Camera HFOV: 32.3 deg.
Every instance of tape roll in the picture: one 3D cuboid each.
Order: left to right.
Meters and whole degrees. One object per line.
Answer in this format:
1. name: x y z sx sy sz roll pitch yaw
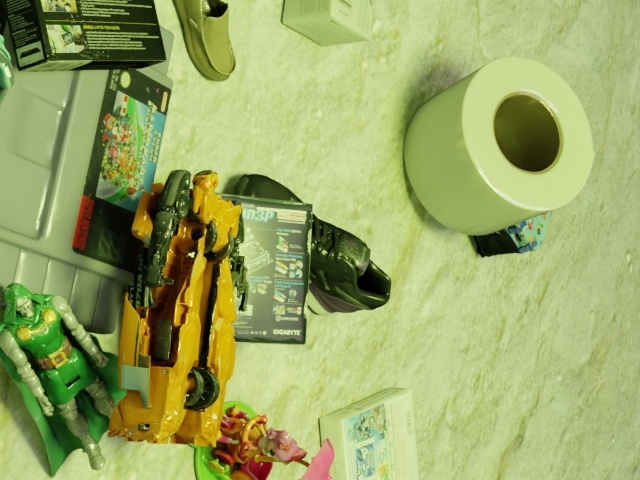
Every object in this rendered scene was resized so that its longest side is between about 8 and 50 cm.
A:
1. tape roll: 0.274 -0.143 1.717 0.246 0.169 0.246 7 74 -27

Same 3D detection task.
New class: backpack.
1. backpack: 0.309 -0.078 1.884 0.173 0.117 0.158 57 46 -32

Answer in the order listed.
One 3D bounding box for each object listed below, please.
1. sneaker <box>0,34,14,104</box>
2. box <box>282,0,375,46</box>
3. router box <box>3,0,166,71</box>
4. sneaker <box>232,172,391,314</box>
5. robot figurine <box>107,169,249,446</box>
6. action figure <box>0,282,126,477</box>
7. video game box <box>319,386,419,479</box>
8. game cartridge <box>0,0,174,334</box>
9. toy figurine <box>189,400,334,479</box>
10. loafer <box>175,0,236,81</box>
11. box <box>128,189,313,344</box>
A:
1. sneaker: -0.325 -0.178 1.015 0.110 0.122 0.283 9 82 -53
2. box: 0.014 -0.330 1.510 0.102 0.087 0.101 21 73 -52
3. router box: -0.237 -0.239 1.109 0.179 0.046 0.133 -15 94 -58
4. sneaker: 0.000 0.000 1.453 0.283 0.124 0.107 45 54 -43
5. robot figurine: -0.147 0.067 1.163 0.211 0.085 0.291 33 60 -68
6. action figure: -0.258 0.130 1.109 0.137 0.063 0.232 -40 130 -22
7. video game box: 0.076 0.336 1.616 0.187 0.048 0.205 -12 99 -55
8. game cartridge: -0.265 -0.097 1.152 0.230 0.068 0.355 23 71 -47
9. toy figurine: -0.062 0.250 1.335 0.173 0.159 0.130 58 46 -34
10. loafer: -0.135 -0.261 1.337 0.056 0.050 0.148 -49 127 -42
11. box: -0.115 0.033 1.300 0.220 0.051 0.175 5 86 -33
